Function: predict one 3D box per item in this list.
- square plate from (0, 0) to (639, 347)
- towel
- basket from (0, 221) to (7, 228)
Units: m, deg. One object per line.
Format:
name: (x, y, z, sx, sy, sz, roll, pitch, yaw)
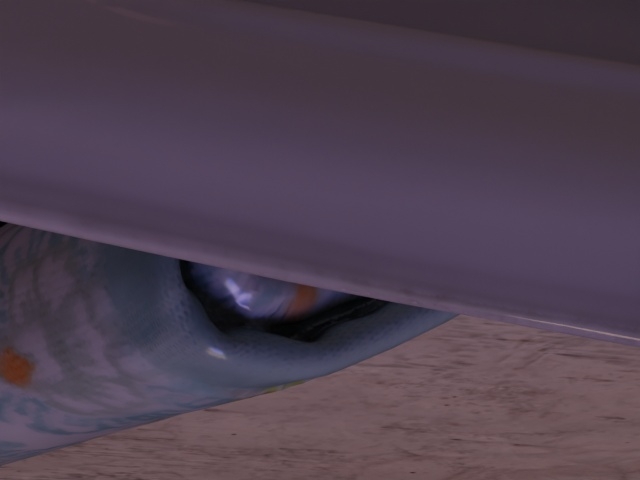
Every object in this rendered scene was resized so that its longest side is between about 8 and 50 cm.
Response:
square plate: (0.078, -0.075, 0.463, 0.347, 0.344, 0.049, 11, 118, 11)
towel: (0.000, 0.000, 0.641, 0.374, 0.090, 0.320, -21, 176, -40)
basket: (-0.182, -0.079, 0.655, 0.204, 0.154, 0.227, -2, 164, 28)
